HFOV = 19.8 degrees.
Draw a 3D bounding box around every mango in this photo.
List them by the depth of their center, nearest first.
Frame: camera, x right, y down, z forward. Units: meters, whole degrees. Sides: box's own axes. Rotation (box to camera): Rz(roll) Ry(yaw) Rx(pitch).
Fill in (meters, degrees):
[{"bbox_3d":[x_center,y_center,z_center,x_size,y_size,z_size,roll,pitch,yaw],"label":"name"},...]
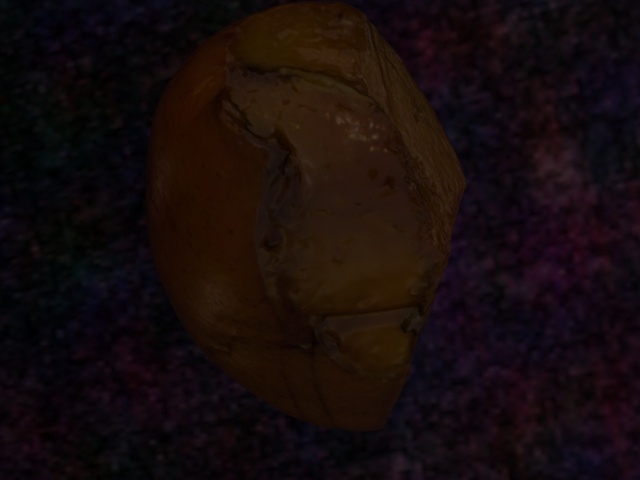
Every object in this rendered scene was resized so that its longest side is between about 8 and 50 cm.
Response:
[{"bbox_3d":[0.000,0.000,1.167,0.201,0.199,0.350,-41,149,-22],"label":"mango"}]
